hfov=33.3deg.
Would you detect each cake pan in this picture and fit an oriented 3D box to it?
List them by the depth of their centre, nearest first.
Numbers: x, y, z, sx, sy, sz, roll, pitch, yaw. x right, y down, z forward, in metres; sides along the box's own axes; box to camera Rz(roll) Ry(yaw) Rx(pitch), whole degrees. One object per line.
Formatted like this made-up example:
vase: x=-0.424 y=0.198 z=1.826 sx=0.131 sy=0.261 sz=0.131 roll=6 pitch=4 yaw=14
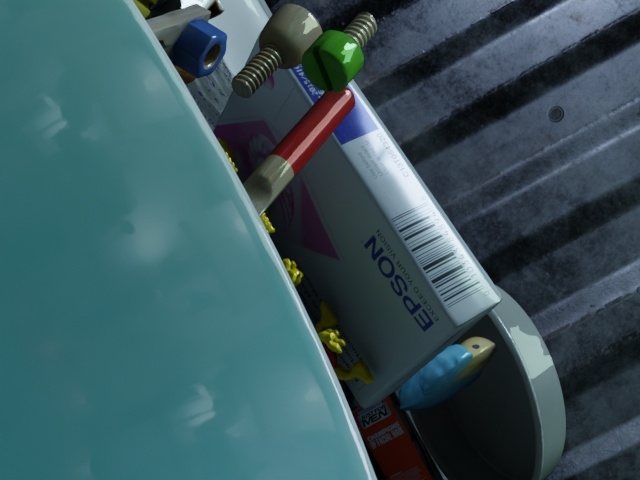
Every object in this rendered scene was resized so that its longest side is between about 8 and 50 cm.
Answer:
cake pan: x=0.185 y=0.172 z=1.256 sx=0.293 sy=0.054 sz=0.293 roll=43 pitch=-39 yaw=49

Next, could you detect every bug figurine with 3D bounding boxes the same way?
bug figurine: x=-0.056 y=0.029 z=0.989 sx=0.279 sy=0.072 sz=0.216 roll=58 pitch=1 yaw=10

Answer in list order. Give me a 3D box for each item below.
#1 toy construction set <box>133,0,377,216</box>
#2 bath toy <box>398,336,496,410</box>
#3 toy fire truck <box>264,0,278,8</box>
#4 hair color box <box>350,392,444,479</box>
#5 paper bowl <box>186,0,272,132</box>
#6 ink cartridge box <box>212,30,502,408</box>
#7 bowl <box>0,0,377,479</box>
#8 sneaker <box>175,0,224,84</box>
toy construction set: x=-0.132 y=-0.133 z=0.671 sx=0.309 sy=0.257 sz=0.237 roll=44 pitch=55 yaw=-10
bath toy: x=0.046 y=0.024 z=1.202 sx=0.348 sy=0.151 sz=0.129 roll=52 pitch=12 yaw=23
toy fire truck: x=-0.131 y=-0.444 z=1.424 sx=0.158 sy=0.217 sz=0.246 roll=74 pitch=26 yaw=-75
hair color box: x=0.098 y=0.257 z=1.295 sx=0.167 sy=0.053 sz=0.093 roll=60 pitch=7 yaw=-4
paper bowl: x=-0.140 y=-0.254 z=1.217 sx=0.284 sy=0.148 sz=0.284 roll=59 pitch=7 yaw=-11
ink cartridge box: x=0.000 y=0.000 z=1.073 sx=0.324 sy=0.071 sz=0.330 roll=56 pitch=-31 yaw=13
bowl: x=-0.114 y=0.020 z=0.222 sx=0.311 sy=0.163 sz=0.311 roll=60 pitch=7 yaw=-13
sneaker: x=-0.152 y=-0.281 z=1.044 sx=0.123 sy=0.106 sz=0.290 roll=25 pitch=62 yaw=-45
